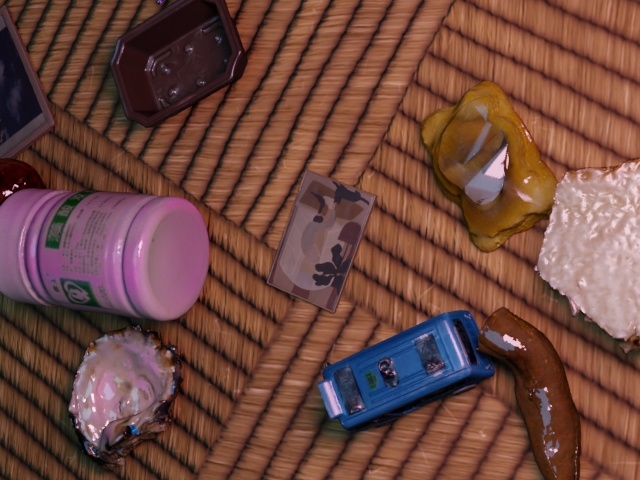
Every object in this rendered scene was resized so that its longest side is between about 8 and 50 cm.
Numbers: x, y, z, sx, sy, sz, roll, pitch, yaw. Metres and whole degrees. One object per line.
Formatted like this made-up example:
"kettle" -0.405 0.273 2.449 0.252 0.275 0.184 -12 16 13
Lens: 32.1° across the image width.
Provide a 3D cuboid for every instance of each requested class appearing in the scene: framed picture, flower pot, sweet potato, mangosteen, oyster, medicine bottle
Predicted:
"framed picture" -0.625 -0.283 2.141 0.209 0.019 0.281 -35 71 21
"flower pot" -0.229 -0.304 1.901 0.251 0.084 0.178 -26 75 25
"sweet potato" 0.303 0.230 1.574 0.112 0.085 0.285 -15 84 -13
"framed picture" 0.000 0.000 1.799 0.136 0.010 0.200 23 96 26
"mangosteen" -0.570 -0.064 2.040 0.146 0.156 0.181 -21 107 -1
"oyster" -0.336 0.274 1.914 0.198 0.092 0.259 17 85 27
"medicine bottle" -0.373 0.019 1.880 0.326 0.212 0.212 5 89 29

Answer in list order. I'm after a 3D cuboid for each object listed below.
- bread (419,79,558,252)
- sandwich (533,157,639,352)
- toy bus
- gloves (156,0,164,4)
"bread" 0.242 -0.111 1.639 0.161 0.088 0.233 -32 75 17
"sandwich" 0.456 0.012 1.495 0.326 0.131 0.262 -15 81 23
"toy bus" 0.121 0.196 1.651 0.246 0.134 0.113 -27 74 22
"gloves" -0.274 -0.458 1.967 0.086 0.026 0.064 -40 72 19
